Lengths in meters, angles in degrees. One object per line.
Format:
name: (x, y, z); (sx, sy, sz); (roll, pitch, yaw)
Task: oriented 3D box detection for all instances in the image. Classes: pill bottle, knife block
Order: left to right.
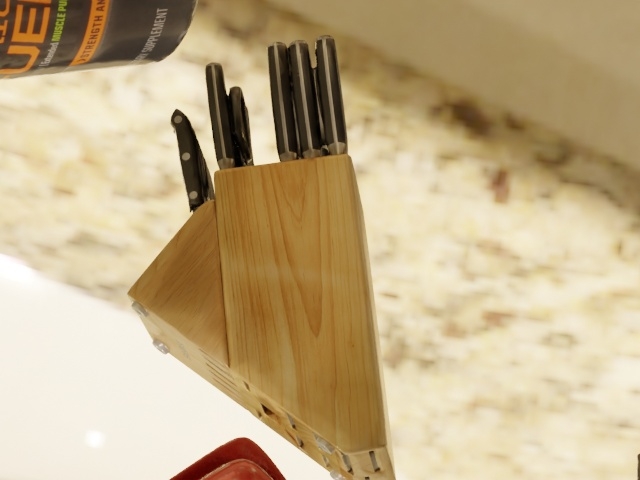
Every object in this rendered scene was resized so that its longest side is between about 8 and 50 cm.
pill bottle: (-0.198, -0.147, 1.016); (0.246, 0.130, 0.130); (-10, 167, -34)
knife block: (0.000, 0.000, 1.285); (0.276, 0.242, 0.088); (35, 165, 21)

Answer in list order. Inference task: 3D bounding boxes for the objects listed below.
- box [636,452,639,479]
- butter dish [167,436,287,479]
box: (0.278, 0.204, 1.177); (0.156, 0.158, 0.093); (44, 117, -14)
butter dish: (-0.069, 0.241, 1.487); (0.160, 0.160, 0.118); (52, 159, 12)
